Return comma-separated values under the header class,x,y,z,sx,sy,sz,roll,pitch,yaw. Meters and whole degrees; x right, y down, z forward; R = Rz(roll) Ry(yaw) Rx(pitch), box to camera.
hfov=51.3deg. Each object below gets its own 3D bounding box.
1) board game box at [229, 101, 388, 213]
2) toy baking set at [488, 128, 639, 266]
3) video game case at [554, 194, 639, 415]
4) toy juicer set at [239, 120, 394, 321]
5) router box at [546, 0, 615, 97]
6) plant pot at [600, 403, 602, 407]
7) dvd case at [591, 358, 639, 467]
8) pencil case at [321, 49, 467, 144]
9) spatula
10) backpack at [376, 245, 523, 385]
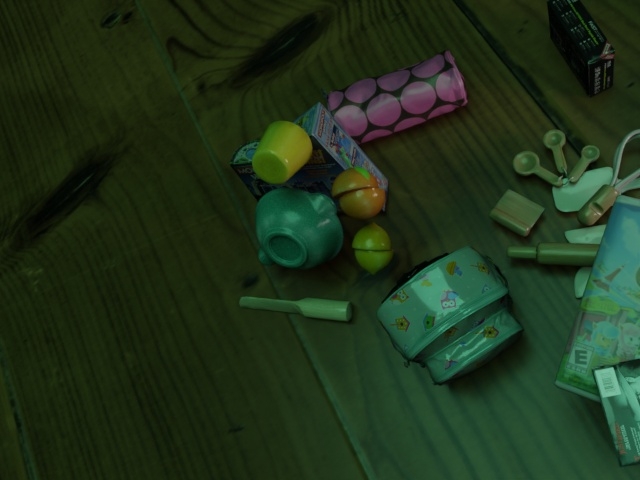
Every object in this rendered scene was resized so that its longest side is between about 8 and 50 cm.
class,x,y,z,sx,sy,sz,roll,pitch,yaw
board game box,-0.021,-0.111,0.962,0.194,0.194,0.060,-1,59,21
toy baking set,0.353,-0.057,0.869,0.256,0.030,0.197,7,76,25
video game case,0.342,0.076,0.587,0.212,0.023,0.193,18,83,26
toy juicer set,0.000,0.000,0.935,0.209,0.329,0.089,19,44,9
router box,0.361,-0.273,0.925,0.038,0.092,0.122,-26,66,12
plant pot,0.460,0.108,0.674,0.267,0.236,0.267,22,85,26
dvd case,0.304,0.139,0.565,0.119,0.013,0.087,-16,71,16
pencil case,0.113,-0.218,1.011,0.209,0.095,0.098,-15,47,15
spatula,0.436,-0.027,0.854,0.242,0.019,0.168,-12,68,18
backpack,0.161,0.093,0.829,0.166,0.188,0.144,-34,64,7
